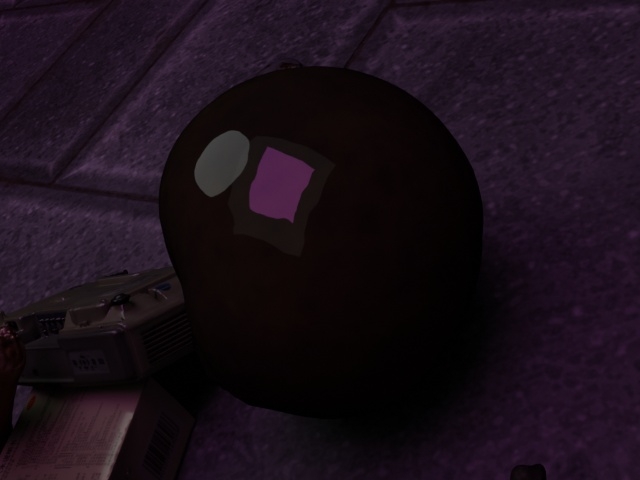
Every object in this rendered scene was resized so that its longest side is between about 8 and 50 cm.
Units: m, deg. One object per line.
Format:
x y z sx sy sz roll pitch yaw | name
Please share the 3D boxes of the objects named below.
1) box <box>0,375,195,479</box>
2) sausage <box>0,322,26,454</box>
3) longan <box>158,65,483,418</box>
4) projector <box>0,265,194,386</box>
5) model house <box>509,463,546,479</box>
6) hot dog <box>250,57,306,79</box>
-0.242 0.249 0.806 0.168 0.095 0.212 -8 45 26 | box
-0.362 0.194 0.859 0.078 0.078 0.304 -88 20 -44 | sausage
0.000 0.000 0.736 0.319 0.319 0.319 -19 42 18 | longan
-0.232 0.088 0.902 0.269 0.088 0.193 -8 12 38 | projector
0.173 0.244 0.470 0.218 0.205 0.278 -6 40 29 | model house
-0.095 -0.140 1.112 0.144 0.075 0.268 14 62 47 | hot dog
